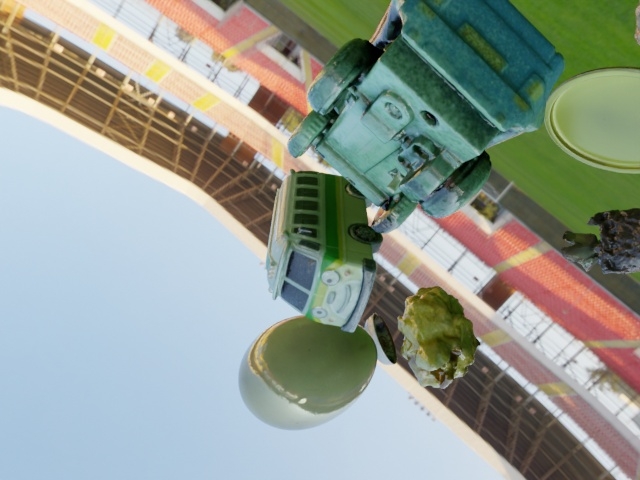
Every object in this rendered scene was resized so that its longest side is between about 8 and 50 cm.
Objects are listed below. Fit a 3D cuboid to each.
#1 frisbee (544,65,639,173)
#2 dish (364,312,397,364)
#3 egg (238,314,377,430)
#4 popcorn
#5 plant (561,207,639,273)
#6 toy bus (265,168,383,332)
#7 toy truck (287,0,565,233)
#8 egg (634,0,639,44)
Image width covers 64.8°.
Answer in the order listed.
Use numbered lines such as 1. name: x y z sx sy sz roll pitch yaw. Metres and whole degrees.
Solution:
1. frisbee: 0.474 -0.184 0.795 0.235 0.017 0.236 27 163 9
2. dish: 0.137 0.269 1.327 0.141 0.078 0.141 55 -159 -33
3. egg: -0.018 0.223 0.880 0.253 0.189 0.189 -15 -140 -16
4. popcorn: 0.289 0.237 1.226 0.266 0.192 0.233 -74 -24 -61
5. plant: 0.608 0.003 1.025 0.142 0.203 0.131 1 -103 -46
6. toy bus: 0.000 0.000 0.803 0.164 0.134 0.276 11 -147 -7
7. toy truck: 0.079 -0.113 0.472 0.155 0.156 0.279 42 171 -5
8. egg: 0.576 -0.327 0.680 0.279 0.279 0.310 42 -137 15
